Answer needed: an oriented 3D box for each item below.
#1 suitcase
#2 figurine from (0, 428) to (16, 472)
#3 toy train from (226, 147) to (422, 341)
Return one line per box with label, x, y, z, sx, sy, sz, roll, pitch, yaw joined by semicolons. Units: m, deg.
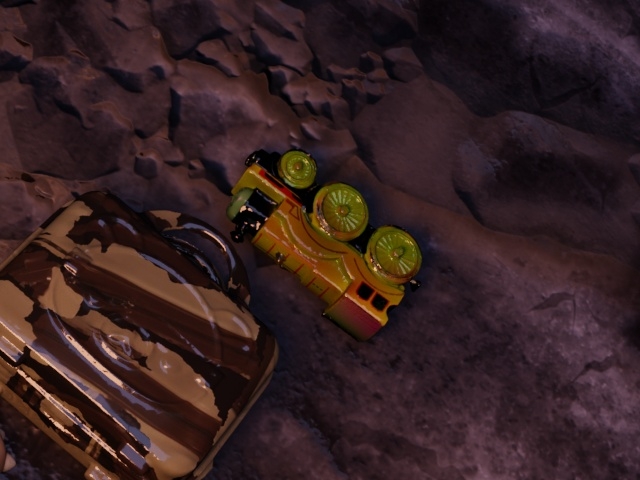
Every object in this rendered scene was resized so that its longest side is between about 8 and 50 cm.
suitcase;-0.229;0.114;1.785;0.351;0.194;0.339;41;52;-3
figurine;-0.535;0.189;1.610;0.380;0.203;0.248;45;55;0
toy train;0.000;0.000;1.982;0.296;0.100;0.160;38;60;-3
